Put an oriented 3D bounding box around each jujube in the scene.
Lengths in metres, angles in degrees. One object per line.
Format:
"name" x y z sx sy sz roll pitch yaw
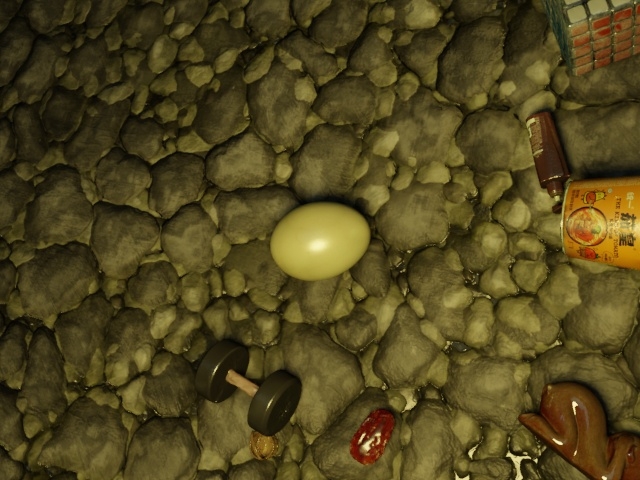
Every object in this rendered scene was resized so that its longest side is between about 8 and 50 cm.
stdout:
"jujube" 0.118 0.435 1.573 0.077 0.077 0.129 31 78 25

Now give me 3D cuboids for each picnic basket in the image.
"picnic basket" -0.140 0.476 1.647 0.072 0.083 0.072 -5 74 18

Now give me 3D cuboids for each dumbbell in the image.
"dumbbell" -0.169 0.341 1.659 0.218 0.152 0.152 25 85 24

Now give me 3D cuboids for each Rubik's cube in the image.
"Rubik's cube" 0.631 -0.548 1.571 0.238 0.237 0.237 -18 71 14

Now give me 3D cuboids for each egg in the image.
"egg" 0.000 0.000 1.675 0.242 0.186 0.186 -14 71 5

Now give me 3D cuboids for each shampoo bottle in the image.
"shampoo bottle" 0.518 -0.175 1.599 0.067 0.068 0.236 -12 72 14

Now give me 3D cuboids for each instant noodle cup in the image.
"instant noodle cup" 0.600 -0.041 1.466 0.172 0.216 0.215 5 77 30

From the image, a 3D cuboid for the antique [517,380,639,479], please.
"antique" 0.540 0.391 1.410 0.143 0.121 0.257 -46 58 -7
